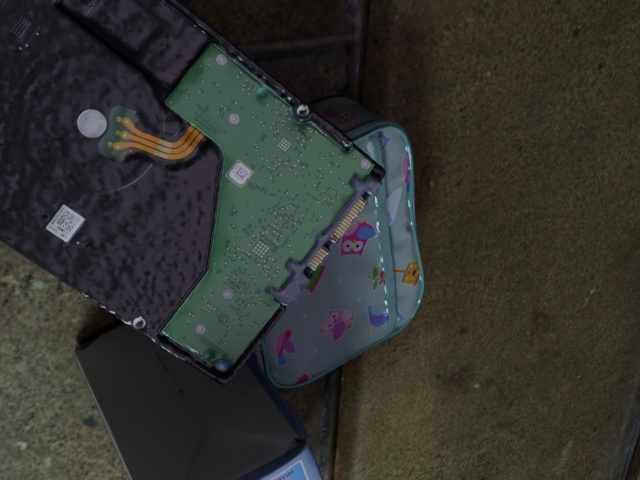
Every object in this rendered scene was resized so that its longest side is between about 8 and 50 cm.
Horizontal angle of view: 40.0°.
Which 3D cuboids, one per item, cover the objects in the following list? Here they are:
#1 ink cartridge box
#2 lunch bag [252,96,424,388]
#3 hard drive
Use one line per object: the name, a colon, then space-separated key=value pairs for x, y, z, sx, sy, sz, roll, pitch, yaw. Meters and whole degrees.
ink cartridge box: x=-0.084 y=0.282 z=0.903 sx=0.151 sy=0.270 sz=0.396 roll=-26 pitch=129 yaw=-16
lunch bag: x=0.000 y=0.000 z=0.901 sx=0.224 sy=0.108 sz=0.279 roll=-23 pitch=128 yaw=-21
hard drive: x=-0.142 y=-0.067 z=0.713 sx=0.339 sy=0.064 sz=0.237 roll=36 pitch=93 yaw=-18
